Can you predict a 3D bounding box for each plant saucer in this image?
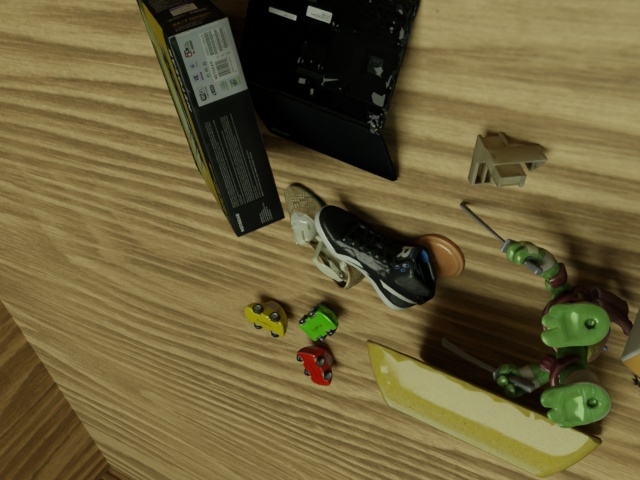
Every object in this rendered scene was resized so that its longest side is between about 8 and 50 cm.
[{"bbox_3d":[0.246,0.266,1.040,0.333,0.081,0.333,21,173,26],"label":"plant saucer"},{"bbox_3d":[0.182,0.026,1.054,0.083,0.013,0.083,24,140,22],"label":"plant saucer"}]

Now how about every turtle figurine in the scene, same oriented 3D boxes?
[{"bbox_3d":[0.254,0.111,0.855,0.275,0.266,0.197,30,102,3],"label":"turtle figurine"}]

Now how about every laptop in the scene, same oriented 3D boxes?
[{"bbox_3d":[0.016,-0.229,0.940,0.234,0.136,0.264,24,115,21],"label":"laptop"}]

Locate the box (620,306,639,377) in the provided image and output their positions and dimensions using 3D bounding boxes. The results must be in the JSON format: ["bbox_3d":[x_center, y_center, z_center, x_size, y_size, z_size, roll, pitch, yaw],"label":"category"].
[{"bbox_3d":[0.544,0.143,0.718,0.345,0.168,0.215,38,143,3],"label":"box"}]

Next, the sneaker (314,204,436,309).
[{"bbox_3d":[0.098,0.011,1.054,0.217,0.079,0.121,45,147,-10],"label":"sneaker"}]

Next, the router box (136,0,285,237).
[{"bbox_3d":[-0.159,-0.195,0.976,0.243,0.081,0.308,-127,18,-50],"label":"router box"}]

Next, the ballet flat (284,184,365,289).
[{"bbox_3d":[0.000,0.000,1.143,0.206,0.067,0.073,49,143,-10],"label":"ballet flat"}]

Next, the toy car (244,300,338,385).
[{"bbox_3d":[-0.023,0.177,1.359,0.239,0.053,0.225,43,143,-4],"label":"toy car"}]

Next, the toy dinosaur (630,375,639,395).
[{"bbox_3d":[0.471,0.185,0.955,0.090,0.047,0.082,12,137,-16],"label":"toy dinosaur"}]

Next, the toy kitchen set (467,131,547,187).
[{"bbox_3d":[0.236,-0.083,0.853,0.068,0.083,0.075,-6,137,-7],"label":"toy kitchen set"}]
